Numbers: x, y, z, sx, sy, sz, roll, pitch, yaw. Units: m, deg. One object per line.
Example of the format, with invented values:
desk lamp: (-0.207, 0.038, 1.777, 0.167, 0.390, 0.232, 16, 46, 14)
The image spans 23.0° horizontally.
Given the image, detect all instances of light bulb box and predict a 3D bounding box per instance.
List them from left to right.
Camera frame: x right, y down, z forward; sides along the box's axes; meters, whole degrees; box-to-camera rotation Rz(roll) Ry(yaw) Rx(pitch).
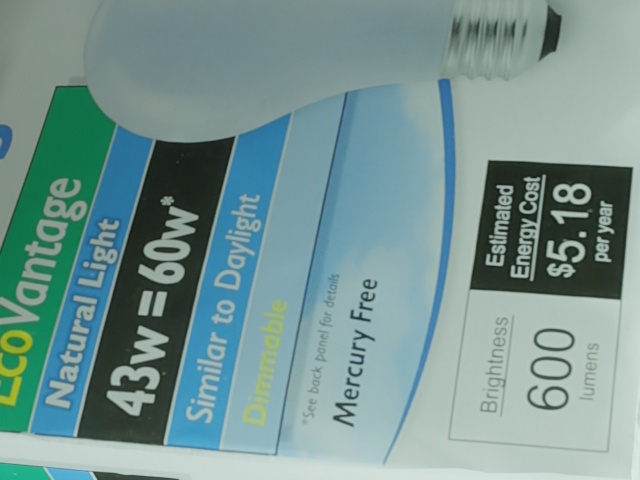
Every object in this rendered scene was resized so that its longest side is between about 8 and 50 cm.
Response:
light bulb box: (0.001, -0.001, 0.831, 0.361, 0.358, 0.225, 2, 148, 14)
